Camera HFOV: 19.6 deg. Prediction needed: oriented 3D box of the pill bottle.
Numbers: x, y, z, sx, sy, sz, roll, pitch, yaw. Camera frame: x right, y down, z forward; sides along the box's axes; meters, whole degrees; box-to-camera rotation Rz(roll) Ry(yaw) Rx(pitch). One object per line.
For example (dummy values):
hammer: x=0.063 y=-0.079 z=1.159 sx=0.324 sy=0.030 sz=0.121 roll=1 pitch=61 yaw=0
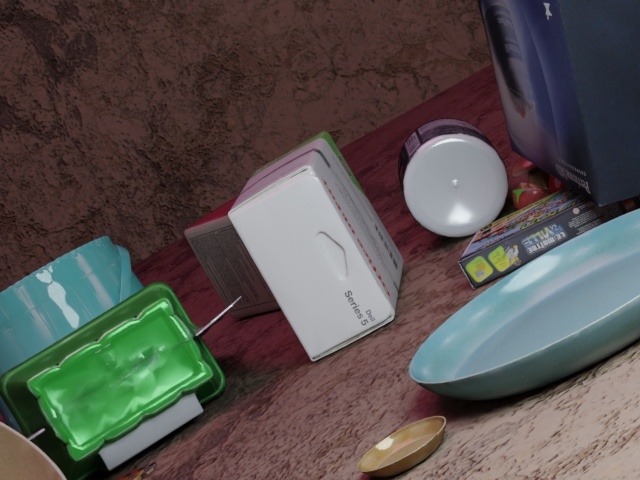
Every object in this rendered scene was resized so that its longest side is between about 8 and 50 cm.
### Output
pill bottle: x=0.164 y=-0.086 z=2.340 sx=0.130 sy=0.130 sz=0.246 roll=-29 pitch=8 yaw=5

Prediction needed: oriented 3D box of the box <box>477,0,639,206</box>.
box: x=0.286 y=-0.220 z=1.897 sx=0.182 sy=0.294 sz=0.296 roll=-17 pitch=16 yaw=-7

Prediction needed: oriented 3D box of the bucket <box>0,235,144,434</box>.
bucket: x=-0.342 y=0.129 z=2.506 sx=0.281 sy=0.183 sz=0.281 roll=-30 pitch=0 yaw=0

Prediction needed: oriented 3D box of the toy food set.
toy food set: x=0.276 y=-0.078 z=2.102 sx=0.218 sy=0.071 sz=0.128 roll=-29 pitch=8 yaw=10

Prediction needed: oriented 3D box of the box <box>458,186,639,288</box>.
box: x=0.253 y=-0.022 z=1.966 sx=0.207 sy=0.036 sz=0.114 roll=-27 pitch=9 yaw=22

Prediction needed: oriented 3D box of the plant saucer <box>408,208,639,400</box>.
plant saucer: x=0.223 y=0.054 z=1.592 sx=0.317 sy=0.044 sz=0.317 roll=-29 pitch=8 yaw=4

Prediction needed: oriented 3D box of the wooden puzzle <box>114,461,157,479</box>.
wooden puzzle: x=-0.213 y=0.263 z=1.981 sx=0.083 sy=0.006 sz=0.049 roll=-26 pitch=9 yaw=25

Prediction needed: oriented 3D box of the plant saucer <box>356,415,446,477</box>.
plant saucer: x=0.069 y=0.172 z=1.509 sx=0.083 sy=0.015 sz=0.083 roll=-29 pitch=9 yaw=5

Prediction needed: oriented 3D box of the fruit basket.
fruit basket: x=-0.243 y=0.186 z=2.201 sx=0.327 sy=0.165 sz=0.353 roll=-32 pitch=-7 yaw=-15

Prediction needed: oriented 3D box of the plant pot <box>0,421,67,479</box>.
plant pot: x=-0.398 y=0.285 z=1.734 sx=0.284 sy=0.284 sz=0.191 roll=-59 pitch=-6 yaw=-74

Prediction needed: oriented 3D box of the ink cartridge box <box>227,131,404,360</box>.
ink cartridge box: x=0.000 y=0.000 z=2.149 sx=0.115 sy=0.198 sz=0.273 roll=-29 pitch=8 yaw=10

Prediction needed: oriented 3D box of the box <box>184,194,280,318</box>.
box: x=-0.056 y=0.003 z=2.509 sx=0.127 sy=0.148 sz=0.232 roll=-34 pitch=10 yaw=-32
